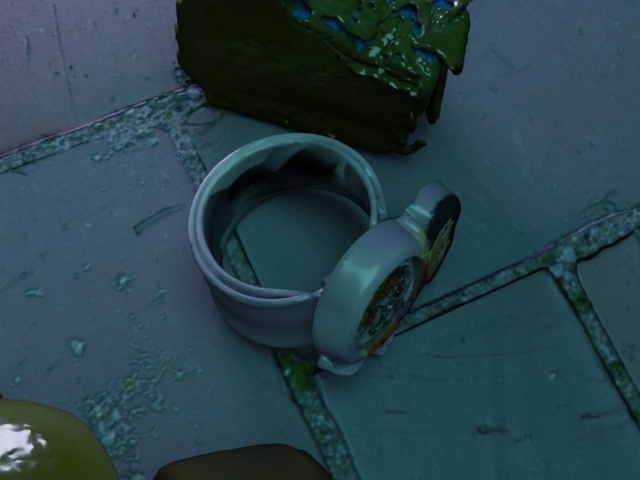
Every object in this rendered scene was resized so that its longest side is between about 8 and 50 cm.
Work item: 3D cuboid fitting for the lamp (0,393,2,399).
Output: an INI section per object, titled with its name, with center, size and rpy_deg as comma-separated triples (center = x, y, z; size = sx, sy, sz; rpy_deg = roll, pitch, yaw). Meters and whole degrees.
[lamp]
center = -0.370, 0.208, 0.936
size = 0.265, 0.233, 0.233
rpy_deg = 13, 71, 2

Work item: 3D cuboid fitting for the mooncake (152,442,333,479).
[mooncake]
center = -0.051, 0.319, 0.919
size = 0.156, 0.284, 0.284
rpy_deg = -6, 73, -19

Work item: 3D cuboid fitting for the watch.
[watch]
center = 0.000, 0.000, 1.110
size = 0.231, 0.196, 0.244
rpy_deg = 28, 68, 23

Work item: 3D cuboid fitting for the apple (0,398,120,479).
[apple]
center = -0.223, 0.258, 0.740
size = 0.292, 0.254, 0.291
rpy_deg = -11, 106, -40

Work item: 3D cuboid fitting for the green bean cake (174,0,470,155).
[green bean cake]
center = 0.015, -0.257, 1.117
size = 0.310, 0.285, 0.202
rpy_deg = 20, 66, -4
